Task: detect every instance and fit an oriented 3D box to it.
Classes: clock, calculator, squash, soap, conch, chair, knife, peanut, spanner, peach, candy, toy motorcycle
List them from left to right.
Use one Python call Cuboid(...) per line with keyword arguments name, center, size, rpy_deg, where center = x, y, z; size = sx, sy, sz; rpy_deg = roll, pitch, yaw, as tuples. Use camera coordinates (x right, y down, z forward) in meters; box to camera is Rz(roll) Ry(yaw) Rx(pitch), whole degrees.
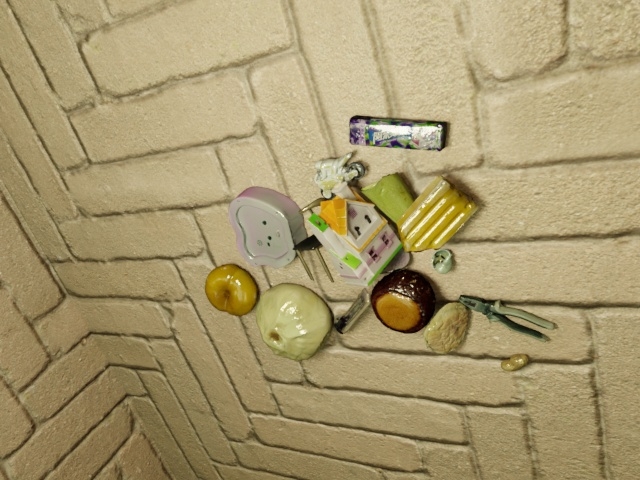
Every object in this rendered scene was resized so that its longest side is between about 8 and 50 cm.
Cuboid(name="peach", center=(-0.391, 0.217, 2.265), size=(0.251, 0.153, 0.251), rpy_deg=(14, 132, 17))
Cuboid(name="clock", center=(-0.220, -0.045, 2.030), size=(0.338, 0.102, 0.339), rpy_deg=(14, 125, 21))
Cuboid(name="chair", center=(0.000, 0.000, 1.877), size=(0.188, 0.166, 0.272), rpy_deg=(-5, 115, 61))
Cuboid(name="toy motorcycle", center=(0.049, -0.231, 1.783), size=(0.151, 0.074, 0.228), rpy_deg=(45, 139, -10))
Cuboid(name="knife", center=(0.117, 0.284, 2.019), size=(0.089, 0.043, 0.365), rpy_deg=(63, 151, 20))
Cuboid(name="clock", center=(0.104, -0.036, 1.738), size=(0.309, 0.235, 0.166), rpy_deg=(52, 156, -21))
Cuboid(name="calculator", center=(0.240, 0.069, 1.857), size=(0.165, 0.103, 0.024), rpy_deg=(-10, 160, 19))
Cuboid(name="candy", center=(0.239, -0.337, 1.617), size=(0.312, 0.061, 0.088), rpy_deg=(10, 121, 23))
Cuboid(name="squash", center=(0.277, -0.118, 1.721), size=(0.287, 0.137, 0.137), rpy_deg=(42, 131, -17))
Cuboid(name="soap", center=(0.356, -0.065, 1.645), size=(0.160, 0.080, 0.257), rpy_deg=(32, 113, -18))
Cuboid(name="conch", center=(0.425, 0.073, 1.783), size=(0.076, 0.056, 0.085), rpy_deg=(37, 102, 25))
Cuboid(name="spanner", center=(0.641, 0.262, 1.794), size=(0.324, 0.040, 0.096), rpy_deg=(22, 127, 14))
Cuboid(name="peanut", center=(0.705, 0.445, 1.872), size=(0.054, 0.054, 0.113), rpy_deg=(44, 131, -3))

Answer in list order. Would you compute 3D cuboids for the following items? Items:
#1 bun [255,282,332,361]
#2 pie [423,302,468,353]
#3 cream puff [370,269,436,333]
Cuboid(name="bun", center=(-0.133, 0.366, 2.183), size=(0.364, 0.202, 0.364), rpy_deg=(14, 123, 22))
Cuboid(name="pie", center=(0.453, 0.323, 1.858), size=(0.052, 0.185, 0.218), rpy_deg=(44, 141, 47))
Cuboid(name="cream puff", center=(0.305, 0.215, 1.867), size=(0.239, 0.165, 0.239), rpy_deg=(15, 126, 21))
